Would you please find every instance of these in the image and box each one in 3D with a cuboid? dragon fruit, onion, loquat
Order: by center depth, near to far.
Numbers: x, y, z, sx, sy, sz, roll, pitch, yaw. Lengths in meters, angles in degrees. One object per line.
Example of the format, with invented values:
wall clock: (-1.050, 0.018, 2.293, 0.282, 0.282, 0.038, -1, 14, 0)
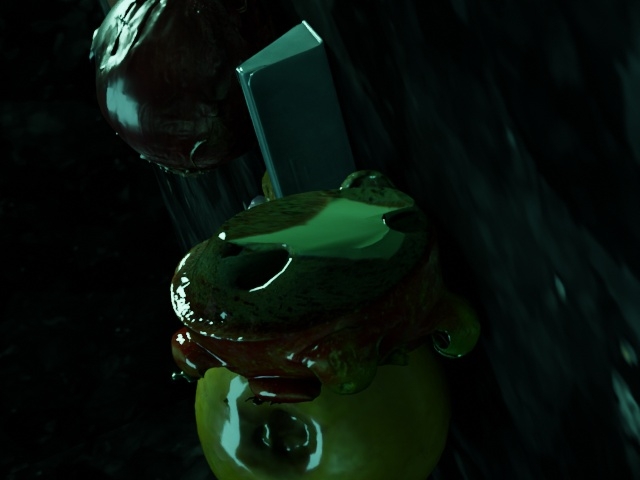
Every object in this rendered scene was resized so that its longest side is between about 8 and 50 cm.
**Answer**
dragon fruit: (-0.002, 0.039, 1.384, 0.268, 0.295, 0.130, -64, -28, -60)
loquat: (0.008, 0.156, 1.580, 0.275, 0.275, 0.275, 157, 90, -81)
onion: (-0.144, -0.184, 1.751, 0.281, 0.221, 0.281, 4, -90, -86)

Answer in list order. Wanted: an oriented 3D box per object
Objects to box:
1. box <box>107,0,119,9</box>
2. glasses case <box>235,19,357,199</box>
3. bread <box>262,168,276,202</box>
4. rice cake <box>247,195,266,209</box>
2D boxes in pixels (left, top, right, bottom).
box: (-0.232, -0.319, 2.216, 0.263, 0.108, 0.404, 99, 148, -73)
glasses case: (-0.004, -0.084, 1.591, 0.056, 0.105, 0.266, 21, 139, 41)
bread: (0.000, 0.000, 1.757, 0.114, 0.083, 0.211, 44, 157, 58)
rice cake: (-0.025, 0.058, 2.104, 0.365, 0.056, 0.073, -123, 12, -49)
